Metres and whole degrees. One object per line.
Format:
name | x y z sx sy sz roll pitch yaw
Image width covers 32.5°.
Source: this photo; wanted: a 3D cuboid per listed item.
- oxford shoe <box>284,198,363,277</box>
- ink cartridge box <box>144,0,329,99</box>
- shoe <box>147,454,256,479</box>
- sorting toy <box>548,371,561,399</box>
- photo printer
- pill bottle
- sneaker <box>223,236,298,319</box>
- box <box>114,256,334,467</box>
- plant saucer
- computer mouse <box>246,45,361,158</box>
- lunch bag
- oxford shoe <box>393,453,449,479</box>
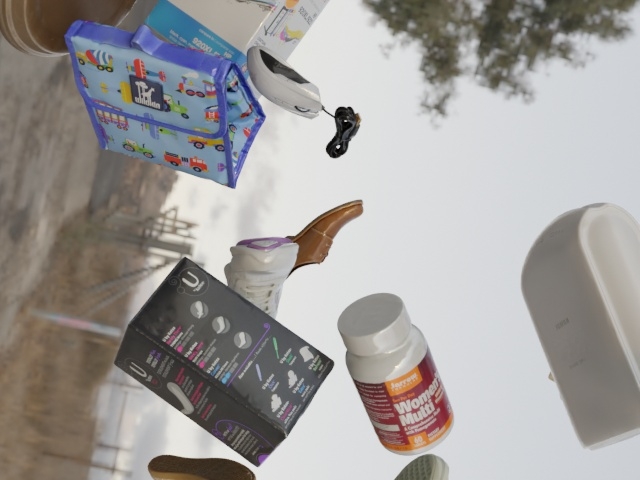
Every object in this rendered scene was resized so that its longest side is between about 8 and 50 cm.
oxford shoe | 0.000 0.000 2.018 0.212 0.076 0.076 -35 165 8
ink cartridge box | -0.120 -0.368 1.723 0.232 0.168 0.171 -54 165 3
shoe | -0.210 0.432 1.979 0.076 0.219 0.058 -43 130 -54
sorting toy | 0.399 0.224 1.775 0.083 0.062 0.012 -60 177 -13
photo printer | 0.376 0.111 1.469 0.256 0.107 0.307 117 -43 -70
pill bottle | 0.107 0.192 1.580 0.121 0.121 0.221 -95 164 -60
sneaker | -0.095 0.081 1.812 0.305 0.114 0.152 120 -34 -74
box | -0.142 0.178 1.592 0.143 0.270 0.165 -54 179 -33
plant saucer | -0.334 -0.372 1.540 0.278 0.041 0.278 -43 158 -22
computer mouse | -0.033 -0.193 1.517 0.042 0.193 0.106 -52 177 -26
lunch bag | -0.212 -0.213 1.514 0.293 0.221 0.138 81 28 -69
oxford shoe | 0.123 0.548 1.667 0.169 0.130 0.449 -31 -142 64
